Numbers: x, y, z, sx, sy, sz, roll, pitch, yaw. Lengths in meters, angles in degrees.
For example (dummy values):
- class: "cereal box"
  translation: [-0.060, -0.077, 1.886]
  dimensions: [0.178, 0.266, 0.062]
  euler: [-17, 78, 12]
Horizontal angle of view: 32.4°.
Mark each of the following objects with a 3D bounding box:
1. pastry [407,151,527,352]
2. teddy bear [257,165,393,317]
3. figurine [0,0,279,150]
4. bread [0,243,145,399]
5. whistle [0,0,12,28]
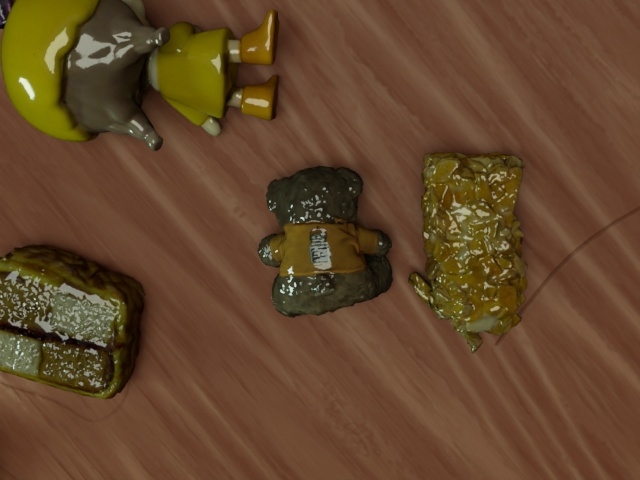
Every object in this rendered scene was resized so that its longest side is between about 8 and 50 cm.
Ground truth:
- class: "pastry"
  translation: [0.187, 0.011, 1.405]
  dimensions: [0.154, 0.102, 0.249]
  euler: [1, 100, 7]
- class: "teddy bear"
  translation: [0.000, 0.000, 1.414]
  dimensions: [0.177, 0.140, 0.190]
  euler: [-9, 90, 11]
- class: "figurine"
  translation: [-0.225, -0.226, 1.382]
  dimensions: [0.344, 0.187, 0.215]
  euler: [2, 112, -1]
- class: "bread"
  translation: [-0.350, 0.109, 1.486]
  dimensions: [0.222, 0.096, 0.181]
  euler: [17, 103, 3]
- class: "whistle"
  translation: [-0.438, -0.364, 1.447]
  dimensions: [0.033, 0.033, 0.176]
  euler: [-16, 97, 8]
